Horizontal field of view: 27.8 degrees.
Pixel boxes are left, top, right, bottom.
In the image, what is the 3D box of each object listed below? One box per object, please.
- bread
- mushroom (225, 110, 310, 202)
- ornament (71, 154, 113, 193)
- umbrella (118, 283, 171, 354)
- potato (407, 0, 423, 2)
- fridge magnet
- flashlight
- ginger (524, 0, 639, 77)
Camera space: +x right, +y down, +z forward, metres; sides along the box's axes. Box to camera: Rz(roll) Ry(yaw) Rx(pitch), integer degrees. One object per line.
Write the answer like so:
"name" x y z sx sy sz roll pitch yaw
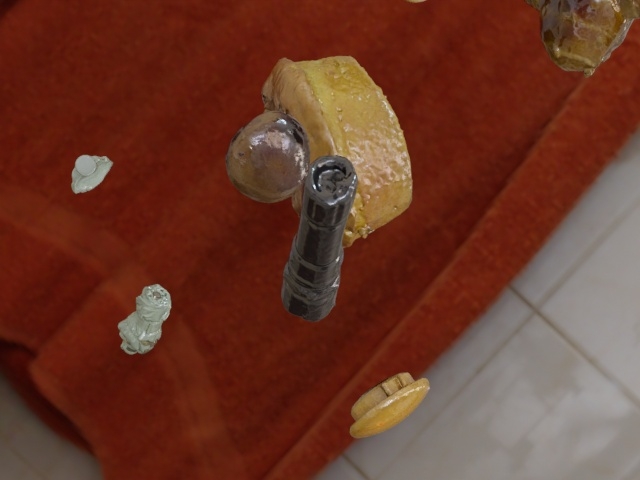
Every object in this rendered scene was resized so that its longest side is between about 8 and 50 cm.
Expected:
"bread" 0.027 -0.167 2.324 0.358 0.204 0.337 -131 -150 -60
"mushroom" -0.060 -0.102 1.610 0.123 0.123 0.052 41 -2 -41
"ornament" -0.336 -0.098 1.876 0.041 0.068 0.092 48 -37 0
"umbrella" -0.272 0.128 1.988 0.067 0.143 0.062 27 41 -9
"potato" 0.125 -0.349 1.685 0.068 0.062 0.083 44 38 -10
"fridge magnet" 0.101 0.248 1.951 0.063 0.143 0.143 55 6 14
"flashlight" 0.000 0.000 1.990 0.103 0.103 0.424 44 -24 15
"ginger" 0.413 -0.457 2.027 0.152 0.274 0.357 -1 60 -41
